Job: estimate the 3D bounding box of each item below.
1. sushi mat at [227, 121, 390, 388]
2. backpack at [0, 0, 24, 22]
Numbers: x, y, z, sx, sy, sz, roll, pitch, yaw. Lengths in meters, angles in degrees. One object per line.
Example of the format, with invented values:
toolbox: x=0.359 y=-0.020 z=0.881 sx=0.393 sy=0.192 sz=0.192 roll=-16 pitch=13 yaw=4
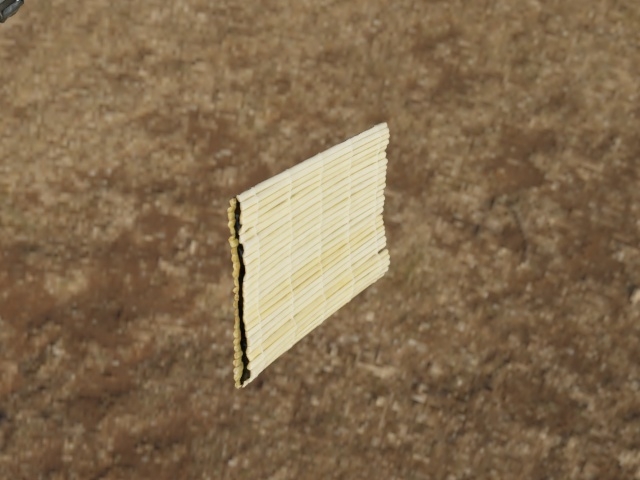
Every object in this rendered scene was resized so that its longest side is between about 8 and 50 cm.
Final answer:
sushi mat: x=0.000 y=0.000 z=1.082 sx=0.019 sy=0.151 sz=0.316 roll=4 pitch=16 yaw=23
backpack: x=-0.193 y=-0.160 z=0.507 sx=0.117 sy=0.173 sz=0.158 roll=33 pitch=41 yaw=14
